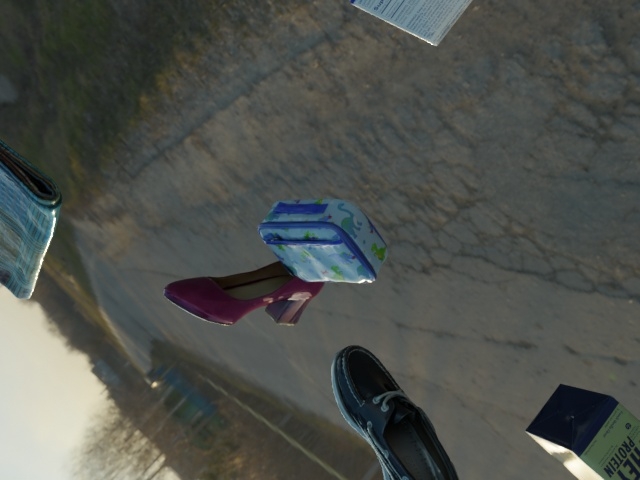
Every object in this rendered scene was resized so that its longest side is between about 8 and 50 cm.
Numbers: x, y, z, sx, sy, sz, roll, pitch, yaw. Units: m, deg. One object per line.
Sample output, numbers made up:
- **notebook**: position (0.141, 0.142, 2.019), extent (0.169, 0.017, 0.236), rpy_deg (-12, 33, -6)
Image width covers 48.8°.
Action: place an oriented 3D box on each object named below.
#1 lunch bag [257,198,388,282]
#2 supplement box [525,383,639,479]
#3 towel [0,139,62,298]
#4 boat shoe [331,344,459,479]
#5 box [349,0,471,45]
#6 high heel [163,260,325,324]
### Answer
- **lunch bag**: position (0.000, 0.000, 1.311), extent (0.219, 0.090, 0.176), rpy_deg (2, 141, 41)
- **supplement box**: position (0.236, 0.173, 0.593), extent (0.083, 0.056, 0.083), rpy_deg (41, 171, -5)
- **towel**: position (-0.547, -0.058, 1.121), extent (0.271, 0.040, 0.370), rpy_deg (40, 140, -4)
- **boat shoe**: position (0.046, 0.115, 0.432), extent (0.125, 0.046, 0.038), rpy_deg (66, 149, 28)
- **box**: position (0.112, -0.314, 0.812), extent (0.137, 0.126, 0.072), rpy_deg (14, -140, -34)
- **high heel**: position (-0.140, 0.071, 1.431), extent (0.127, 0.181, 0.377), rpy_deg (36, -164, 35)
